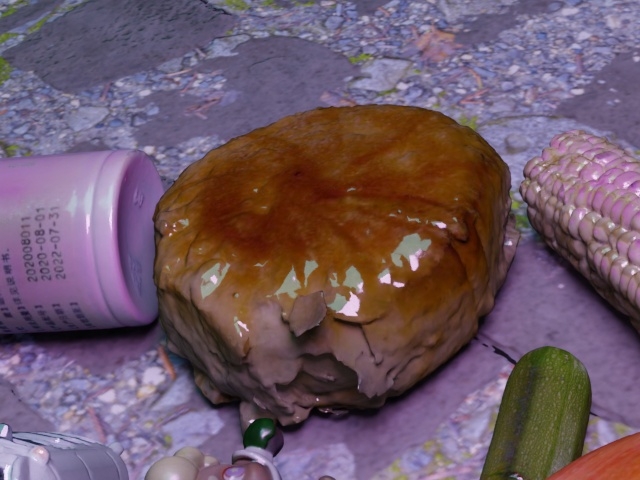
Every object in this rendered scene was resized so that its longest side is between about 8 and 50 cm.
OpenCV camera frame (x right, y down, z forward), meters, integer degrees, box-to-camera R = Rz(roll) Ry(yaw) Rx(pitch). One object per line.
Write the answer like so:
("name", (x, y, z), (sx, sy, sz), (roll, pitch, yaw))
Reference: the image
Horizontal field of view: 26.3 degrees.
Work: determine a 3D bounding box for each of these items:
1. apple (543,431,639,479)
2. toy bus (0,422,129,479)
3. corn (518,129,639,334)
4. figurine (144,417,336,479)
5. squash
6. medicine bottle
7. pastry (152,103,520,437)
("apple", (0.174, 0.226, 0.694), (0.241, 0.242, 0.242), (-34, 42, -15))
("toy bus", (-0.215, 0.178, 0.846), (0.165, 0.276, 0.133), (1, 83, 3))
("corn", (0.262, 0.013, 1.030), (0.126, 0.126, 0.335), (-23, 38, -13))
("figurine", (-0.030, 0.185, 0.922), (0.197, 0.093, 0.147), (-6, 49, 8))
("squash", (0.139, 0.159, 0.931), (0.066, 0.066, 0.229), (5, 42, 22))
("medicine bottle", (-0.269, 0.005, 1.174), (0.254, 0.152, 0.152), (-3, 39, 13))
("pastry", (0.000, 0.000, 1.112), (0.330, 0.136, 0.329), (-9, 39, 7))
